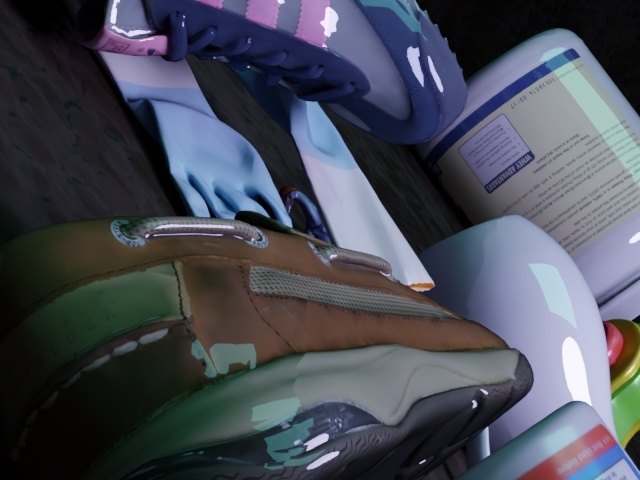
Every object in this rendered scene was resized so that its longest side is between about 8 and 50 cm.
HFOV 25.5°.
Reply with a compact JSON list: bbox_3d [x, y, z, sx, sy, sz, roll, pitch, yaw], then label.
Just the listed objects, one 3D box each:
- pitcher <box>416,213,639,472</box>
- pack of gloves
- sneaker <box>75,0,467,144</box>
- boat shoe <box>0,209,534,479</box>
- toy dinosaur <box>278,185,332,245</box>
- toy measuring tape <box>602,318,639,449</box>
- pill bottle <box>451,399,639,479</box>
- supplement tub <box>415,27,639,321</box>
[{"bbox_3d":[0.125,0.093,0.924,0.177,0.125,0.207,-3,67,-58],"label":"pitcher"},{"bbox_3d":[-0.034,-0.076,0.818,0.195,0.046,0.232,5,48,-53],"label":"pack of gloves"},{"bbox_3d":[-0.063,-0.126,0.757,0.319,0.131,0.112,36,-26,-19],"label":"sneaker"},{"bbox_3d":[-0.012,0.042,0.512,0.120,0.122,0.324,53,11,15],"label":"boat shoe"},{"bbox_3d":[0.000,0.000,0.919,0.082,0.047,0.090,45,-21,1],"label":"toy dinosaur"},{"bbox_3d":[0.302,0.164,1.370,0.121,0.121,0.330,48,13,-24],"label":"toy measuring tape"},{"bbox_3d":[0.126,0.191,0.602,0.221,0.124,0.124,56,12,12],"label":"pill bottle"},{"bbox_3d":[0.289,-0.057,1.652,0.325,0.235,0.235,55,12,8],"label":"supplement tub"}]
